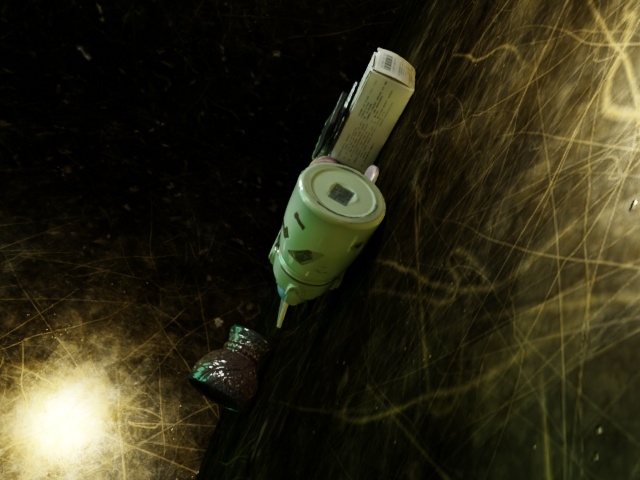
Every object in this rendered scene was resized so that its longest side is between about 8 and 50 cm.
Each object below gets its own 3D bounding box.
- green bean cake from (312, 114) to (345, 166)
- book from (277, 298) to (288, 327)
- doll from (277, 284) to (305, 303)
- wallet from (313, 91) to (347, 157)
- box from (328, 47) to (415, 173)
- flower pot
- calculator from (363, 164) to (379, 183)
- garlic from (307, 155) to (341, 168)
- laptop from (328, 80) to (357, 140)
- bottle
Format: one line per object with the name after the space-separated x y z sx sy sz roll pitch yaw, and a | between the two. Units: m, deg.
0.083 -0.327 1.879 0.184 0.184 0.094 -67 8 -12 | green bean cake
-0.110 0.139 2.245 0.269 0.032 0.388 -88 17 -65 | book
-0.060 0.088 1.738 0.314 0.141 0.177 -69 3 -50 | doll
0.028 -0.355 1.697 0.244 0.025 0.124 132 161 -69 | wallet
0.159 -0.396 1.671 0.173 0.145 0.332 -77 12 -52 | box
-0.328 0.486 2.079 0.267 0.267 0.266 -58 1 -29 | flower pot
0.138 -0.172 1.571 0.166 0.024 0.103 -126 60 -82 | calculator
0.041 -0.144 1.689 0.245 0.161 0.244 173 90 -85 | garlic
0.073 -0.412 1.735 0.129 0.016 0.180 176 117 -84 | laptop
0.000 0.000 1.308 0.229 0.229 0.351 -73 6 -45 | bottle
